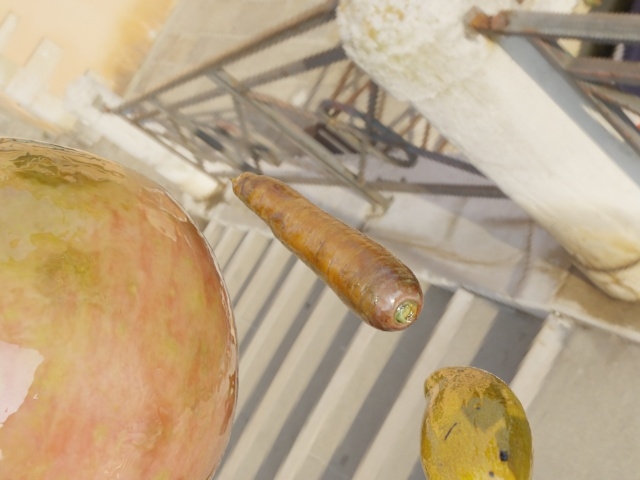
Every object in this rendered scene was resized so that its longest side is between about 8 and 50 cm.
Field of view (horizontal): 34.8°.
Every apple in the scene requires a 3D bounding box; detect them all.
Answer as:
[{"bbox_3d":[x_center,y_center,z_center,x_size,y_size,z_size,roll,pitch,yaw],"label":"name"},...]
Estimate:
[{"bbox_3d":[-0.248,0.093,0.820,0.364,0.364,0.363,-28,44,32],"label":"apple"}]

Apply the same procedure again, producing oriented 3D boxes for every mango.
[{"bbox_3d":[0.208,0.264,1.399,0.157,0.109,0.262,-20,43,6],"label":"mango"}]

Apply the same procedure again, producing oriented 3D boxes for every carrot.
[{"bbox_3d":[0.000,0.000,0.864,0.059,0.059,0.248,-53,49,3],"label":"carrot"}]
